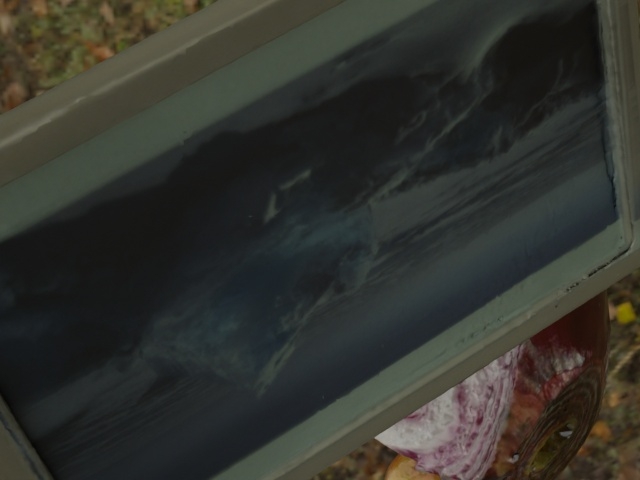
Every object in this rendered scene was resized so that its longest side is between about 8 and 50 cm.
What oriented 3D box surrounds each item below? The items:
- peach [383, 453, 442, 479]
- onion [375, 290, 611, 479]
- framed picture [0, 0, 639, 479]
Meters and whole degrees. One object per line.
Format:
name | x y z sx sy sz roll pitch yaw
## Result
peach | 0.131 0.315 1.672 0.100 0.100 0.101 19 115 47
onion | 0.132 0.077 1.007 0.216 0.207 0.206 30 100 36
framed picture | 0.000 0.000 0.705 0.028 0.446 0.326 45 161 45
